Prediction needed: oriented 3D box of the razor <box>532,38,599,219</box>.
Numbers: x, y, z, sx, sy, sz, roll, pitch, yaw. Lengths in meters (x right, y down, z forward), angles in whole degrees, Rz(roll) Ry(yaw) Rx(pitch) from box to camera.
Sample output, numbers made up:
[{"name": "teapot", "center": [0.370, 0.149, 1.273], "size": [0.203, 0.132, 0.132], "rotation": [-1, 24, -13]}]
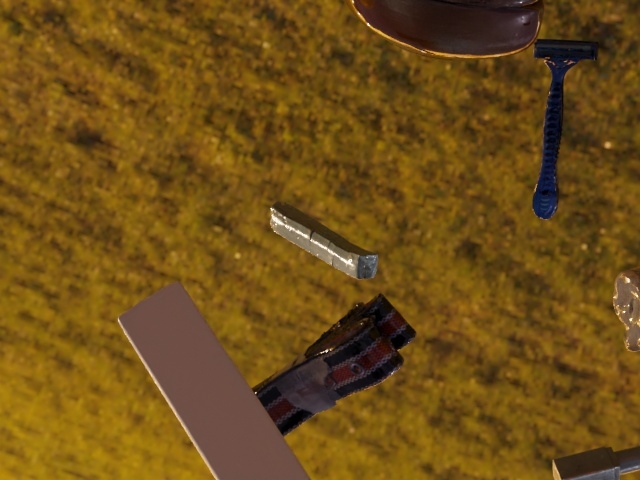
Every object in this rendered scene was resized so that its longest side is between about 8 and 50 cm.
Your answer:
[{"name": "razor", "center": [0.359, -0.172, 1.878], "size": [0.093, 0.056, 0.324], "rotation": [2, 129, 5]}]

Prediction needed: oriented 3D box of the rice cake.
[{"name": "rice cake", "center": [0.000, 0.000, 1.850], "size": [0.042, 0.045, 0.245], "rotation": [-10, -154, -35]}]

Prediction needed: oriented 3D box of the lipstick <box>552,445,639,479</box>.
[{"name": "lipstick", "center": [0.303, 0.227, 1.247], "size": [0.129, 0.030, 0.030], "rotation": [-14, 132, -3]}]

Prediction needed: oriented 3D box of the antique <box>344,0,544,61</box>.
[{"name": "antique", "center": [0.121, -0.274, 1.190], "size": [0.223, 0.278, 0.129], "rotation": [-12, 134, -16]}]

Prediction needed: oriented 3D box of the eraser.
[{"name": "eraser", "center": [-0.092, 0.183, 1.207], "size": [0.298, 0.076, 0.078], "rotation": [54, 168, 25]}]

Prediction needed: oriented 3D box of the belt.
[{"name": "belt", "center": [-0.017, 0.209, 1.791], "size": [0.359, 0.126, 0.094], "rotation": [-38, 100, 28]}]

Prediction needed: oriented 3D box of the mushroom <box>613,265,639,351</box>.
[{"name": "mushroom", "center": [0.594, 0.073, 1.732], "size": [0.336, 0.315, 0.314], "rotation": [-10, 163, -11]}]
